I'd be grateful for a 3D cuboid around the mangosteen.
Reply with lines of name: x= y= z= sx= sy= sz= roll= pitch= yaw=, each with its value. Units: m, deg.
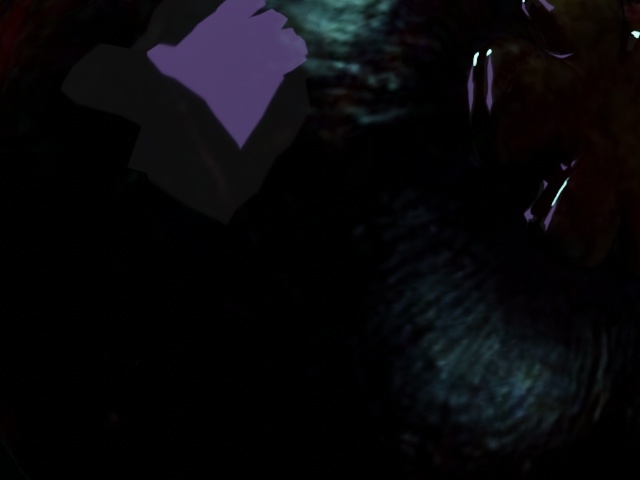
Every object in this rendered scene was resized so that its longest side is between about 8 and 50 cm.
mangosteen: x=0.000 y=0.000 z=0.650 sx=0.307 sy=0.307 sz=0.347 roll=-54 pitch=16 yaw=-28
